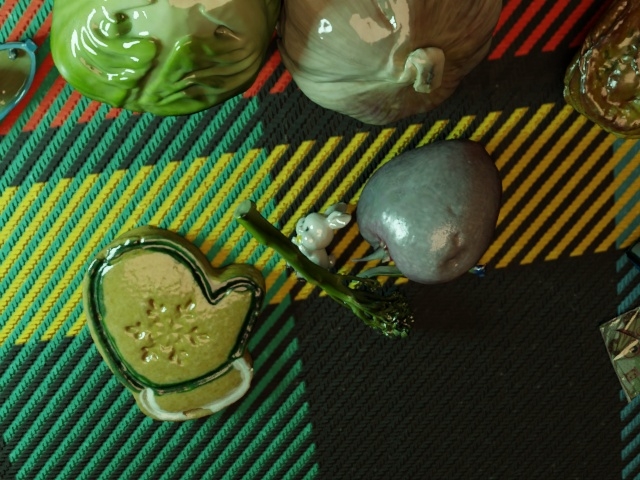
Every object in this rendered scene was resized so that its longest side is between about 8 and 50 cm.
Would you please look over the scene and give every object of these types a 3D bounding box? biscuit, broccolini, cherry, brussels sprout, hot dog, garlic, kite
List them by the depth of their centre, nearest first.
[{"bbox_3d":[-0.194,-0.311,1.332,0.289,0.355,0.281,7,83,-15],"label":"brussels sprout"},{"bbox_3d":[0.098,-0.294,1.417,0.322,0.322,0.241,-4,76,-3],"label":"garlic"},{"bbox_3d":[0.486,-0.282,1.519,0.196,0.122,0.272,33,107,-9],"label":"hot dog"},{"bbox_3d":[0.162,-0.038,1.544,0.266,0.213,0.184,-51,141,6],"label":"cherry"},{"bbox_3d":[0.018,0.039,1.576,0.079,0.074,0.392,-11,142,37],"label":"broccolini"},{"bbox_3d":[-0.218,0.132,1.657,0.287,0.057,0.343,-20,112,3],"label":"biscuit"},{"bbox_3d":[0.585,0.183,1.771,0.250,0.012,0.229,17,108,-12],"label":"kite"}]

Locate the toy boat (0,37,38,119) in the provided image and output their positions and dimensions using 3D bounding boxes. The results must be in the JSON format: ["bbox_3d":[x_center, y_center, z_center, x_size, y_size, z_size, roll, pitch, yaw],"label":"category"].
[{"bbox_3d":[-0.480,-0.210,1.473,0.215,0.102,0.088,-41,112,11],"label":"toy boat"}]

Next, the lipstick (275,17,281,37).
[{"bbox_3d":[-0.017,-0.328,1.507,0.107,0.025,0.025,-23,113,-2],"label":"lipstick"}]

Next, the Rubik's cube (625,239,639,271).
[{"bbox_3d":[0.628,0.049,1.633,0.180,0.167,0.183,-43,110,7],"label":"Rubik's cube"}]

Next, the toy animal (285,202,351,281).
[{"bbox_3d":[-0.006,-0.001,1.614,0.085,0.071,0.124,9,111,-8],"label":"toy animal"}]

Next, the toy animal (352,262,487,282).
[{"bbox_3d":[0.158,0.030,1.660,0.217,0.041,0.075,-2,114,1],"label":"toy animal"}]
